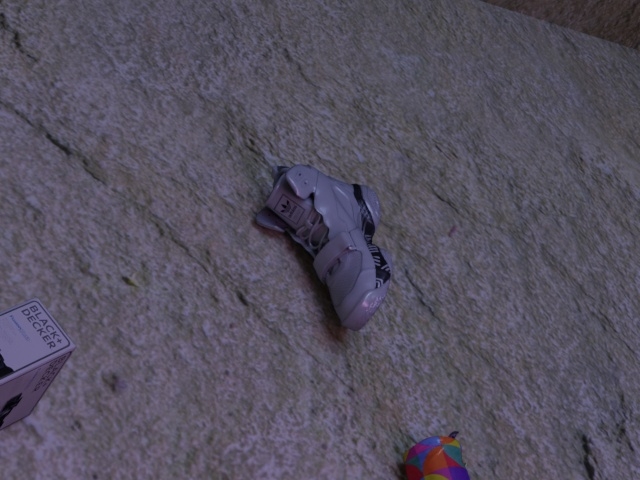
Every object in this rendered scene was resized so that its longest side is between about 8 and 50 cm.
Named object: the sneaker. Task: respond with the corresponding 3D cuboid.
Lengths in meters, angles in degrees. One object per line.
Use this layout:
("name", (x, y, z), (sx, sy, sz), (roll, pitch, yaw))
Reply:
("sneaker", (0.000, 0.000, 2.046), (0.210, 0.137, 0.366), (24, 33, -19))

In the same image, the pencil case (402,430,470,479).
("pencil case", (0.203, 0.412, 1.806), (0.104, 0.104, 0.236), (14, 44, -31))

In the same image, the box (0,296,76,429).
("box", (-0.450, 0.190, 1.408), (0.087, 0.169, 0.290), (48, 36, 12))
